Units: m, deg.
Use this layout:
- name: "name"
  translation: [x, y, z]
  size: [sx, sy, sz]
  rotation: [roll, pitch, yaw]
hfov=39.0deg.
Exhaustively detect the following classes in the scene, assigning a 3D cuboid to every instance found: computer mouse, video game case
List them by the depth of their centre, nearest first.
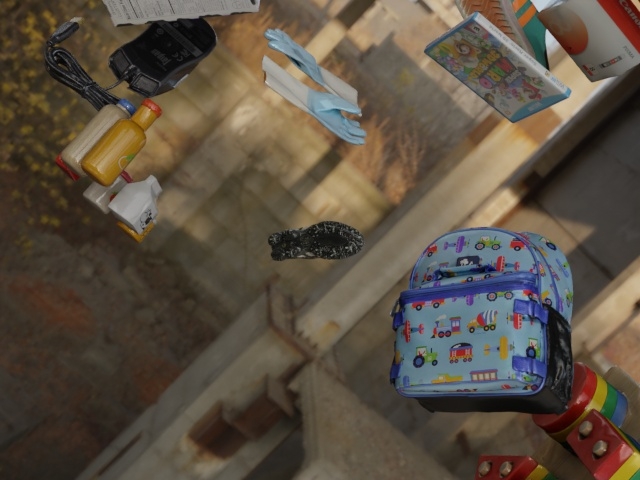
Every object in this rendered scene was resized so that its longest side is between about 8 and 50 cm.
- name: "video game case"
  translation: [0.231, -0.223, 1.186]
  size: [0.166, 0.015, 0.119]
  rotation: [35, -23, -16]
- name: "computer mouse"
  translation: [-0.287, -0.277, 1.343]
  size: [0.184, 0.060, 0.262]
  rotation: [36, 53, 0]

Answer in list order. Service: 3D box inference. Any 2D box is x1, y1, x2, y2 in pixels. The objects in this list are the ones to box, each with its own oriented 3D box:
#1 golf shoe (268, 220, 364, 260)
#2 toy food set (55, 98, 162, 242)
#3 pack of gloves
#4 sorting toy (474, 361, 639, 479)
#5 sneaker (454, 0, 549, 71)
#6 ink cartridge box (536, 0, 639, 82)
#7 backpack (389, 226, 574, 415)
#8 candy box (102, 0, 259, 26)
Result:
- name: "golf shoe"
  translation: [0.000, 0.000, 1.758]
  size: [0.094, 0.198, 0.077]
  rotation: [-4, 93, -66]
- name: "toy food set"
  translation: [-0.232, -0.091, 1.070]
  size: [0.111, 0.104, 0.232]
  rotation: [34, -15, 14]
- name: "pack of gloves"
  translation: [0.001, -0.272, 1.541]
  size: [0.232, 0.046, 0.195]
  rotation: [32, 34, -30]
- name: "sorting toy"
  translation: [0.257, 0.257, 0.969]
  size: [0.089, 0.257, 0.255]
  rotation: [38, 8, -8]
- name: "sneaker"
  translation: [0.313, -0.390, 1.548]
  size: [0.121, 0.108, 0.302]
  rotation: [-3, 76, -51]
- name: "ink cartridge box"
  translation: [0.421, -0.309, 1.332]
  size: [0.145, 0.045, 0.179]
  rotation: [46, -11, -14]
- name: "backpack"
  translation: [0.145, 0.062, 0.807]
  size: [0.117, 0.158, 0.173]
  rotation: [36, 56, -51]
- name: "candy box"
  translation: [-0.176, -0.367, 1.171]
  size: [0.070, 0.196, 0.164]
  rotation: [71, 18, -56]
